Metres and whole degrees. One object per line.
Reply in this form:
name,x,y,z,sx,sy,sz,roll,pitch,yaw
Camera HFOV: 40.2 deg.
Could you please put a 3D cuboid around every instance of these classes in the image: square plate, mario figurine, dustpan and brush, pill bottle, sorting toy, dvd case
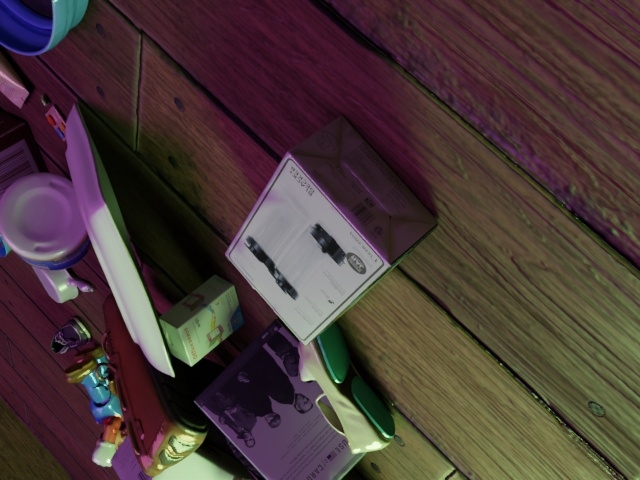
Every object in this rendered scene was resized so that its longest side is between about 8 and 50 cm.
square plate,-0.329,-0.001,1.389,0.344,0.049,0.347,-122,16,-52
mario figurine,-0.532,0.431,2.132,0.170,0.198,0.320,-10,111,43
dustpan and brush,-0.577,0.092,1.969,0.211,0.060,0.147,24,142,49
pill bottle,-0.491,-0.024,1.594,0.152,0.152,0.272,52,167,-1
sorting toy,-0.464,-0.213,1.519,0.083,0.012,0.062,56,150,-8
dvd case,-0.046,0.263,1.309,0.239,0.179,0.029,44,176,12

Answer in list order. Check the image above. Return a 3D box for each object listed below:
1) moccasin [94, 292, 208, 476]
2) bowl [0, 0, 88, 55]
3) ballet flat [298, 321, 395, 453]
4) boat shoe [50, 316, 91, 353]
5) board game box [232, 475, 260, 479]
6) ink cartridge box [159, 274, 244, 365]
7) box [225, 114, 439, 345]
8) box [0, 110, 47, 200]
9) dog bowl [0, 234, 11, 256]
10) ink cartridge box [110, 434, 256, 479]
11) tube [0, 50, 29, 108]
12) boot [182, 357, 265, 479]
moccasin,-0.305,0.231,1.487,0.139,0.147,0.380,32,-162,-48
bowl,-0.458,-0.448,1.199,0.391,0.077,0.391,34,146,27
ballet flat,0.016,0.198,1.228,0.086,0.086,0.248,-8,116,56
boat shoe,-0.626,0.245,2.176,0.075,0.065,0.206,54,150,-3
board game box,0.025,0.497,1.458,0.347,0.056,0.208,36,151,-20
ink cartridge box,-0.189,0.128,1.403,0.052,0.122,0.088,25,141,38
box,0.000,0.000,1.047,0.169,0.087,0.290,48,149,6
box,-0.714,-0.181,1.772,0.381,0.143,0.191,26,142,39
dog bowl,-0.793,-0.067,2.062,0.297,0.074,0.166,20,137,43
ink cartridge box,-0.218,0.451,1.630,0.309,0.130,0.272,38,171,-25
tube,-0.598,-0.339,1.531,0.240,0.062,0.070,51,-166,-9
boot,-0.136,0.288,1.465,0.348,0.131,0.260,33,159,10
